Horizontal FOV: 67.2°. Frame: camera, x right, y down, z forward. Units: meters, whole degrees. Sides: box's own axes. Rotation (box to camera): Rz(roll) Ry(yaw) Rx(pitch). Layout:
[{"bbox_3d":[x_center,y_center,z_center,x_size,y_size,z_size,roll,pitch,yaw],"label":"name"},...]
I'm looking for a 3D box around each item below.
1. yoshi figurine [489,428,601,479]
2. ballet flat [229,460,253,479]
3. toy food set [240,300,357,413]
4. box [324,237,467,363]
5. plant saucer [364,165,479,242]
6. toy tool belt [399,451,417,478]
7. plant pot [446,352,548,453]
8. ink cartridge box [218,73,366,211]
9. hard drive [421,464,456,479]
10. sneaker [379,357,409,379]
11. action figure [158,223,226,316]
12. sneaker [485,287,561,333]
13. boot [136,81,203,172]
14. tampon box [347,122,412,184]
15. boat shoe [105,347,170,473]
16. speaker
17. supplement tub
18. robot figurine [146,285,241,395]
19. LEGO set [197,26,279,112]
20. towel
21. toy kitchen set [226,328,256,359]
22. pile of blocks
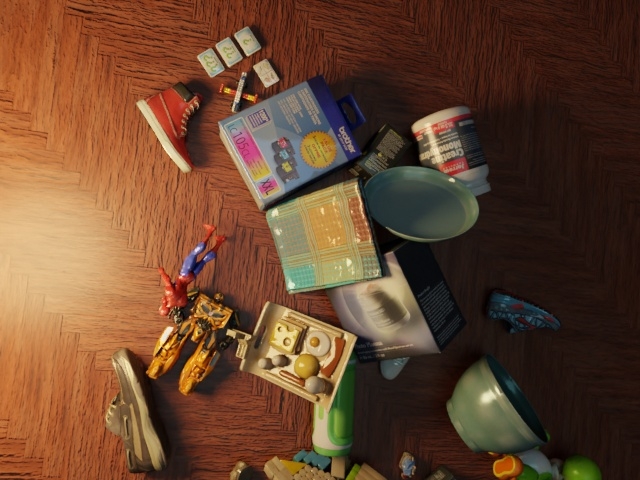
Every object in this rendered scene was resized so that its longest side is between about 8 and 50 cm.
[{"bbox_3d":[0.732,0.714,1.532,0.362,0.203,0.203,25,77,-13],"label":"yoshi figurine"},{"bbox_3d":[-0.252,0.764,1.401,0.084,0.058,0.250,9,92,-46],"label":"ballet flat"},{"bbox_3d":[-0.065,0.323,1.370,0.306,0.092,0.220,18,83,25],"label":"toy food set"},{"bbox_3d":[0.196,0.167,1.366,0.183,0.296,0.294,-28,93,-46],"label":"box"},{"bbox_3d":[0.273,-0.098,1.333,0.317,0.317,0.044,-8,134,-12],"label":"plant saucer"},{"bbox_3d":[0.273,0.710,1.506,0.052,0.051,0.083,11,86,-11],"label":"toy tool belt"},{"bbox_3d":[0.512,0.520,1.466,0.196,0.293,0.293,-38,96,17],"label":"plant pot"},{"bbox_3d":[-0.064,-0.299,1.426,0.395,0.151,0.270,-29,94,-12],"label":"ink cartridge box"},{"bbox_3d":[0.345,0.761,1.497,0.135,0.094,0.022,-33,89,-11],"label":"hard drive"},{"bbox_3d":[0.259,0.338,1.494,0.080,0.094,0.212,33,83,-10],"label":"sneaker"},{"bbox_3d":[-0.394,0.086,1.365,0.091,0.139,0.280,54,51,-43],"label":"action figure"},{"bbox_3d":[0.660,0.252,1.592,0.262,0.104,0.125,23,101,-6],"label":"sneaker"},{"bbox_3d":[-0.391,-0.331,1.392,0.176,0.088,0.244,-30,91,-12],"label":"boot"},{"bbox_3d":[0.180,-0.258,1.484,0.101,0.120,0.161,38,81,-9],"label":"tampon box"},{"bbox_3d":[-0.520,0.475,1.315,0.130,0.132,0.355,-17,90,-12],"label":"boat shoe"},{"bbox_3d":[0.041,0.471,1.430,0.131,0.131,0.296,3,87,-11],"label":"speaker"},{"bbox_3d":[0.404,-0.258,1.494,0.191,0.191,0.272,-19,92,-11],"label":"supplement tub"},{"bbox_3d":[-0.355,0.280,1.377,0.211,0.085,0.291,30,83,-10],"label":"robot figurine"},{"bbox_3d":[-0.229,-0.498,1.444,0.182,0.060,0.244,-33,95,-7],"label":"LEGO set"},{"bbox_3d":[0.000,0.000,1.337,0.040,0.370,0.271,-16,91,-45],"label":"towel"},{"bbox_3d":[-0.223,0.300,1.377,0.068,0.083,0.075,10,79,33],"label":"toy kitchen set"},{"bbox_3d":[0.008,0.715,1.441,0.362,0.149,0.112,15,128,-2],"label":"pile of blocks"}]
